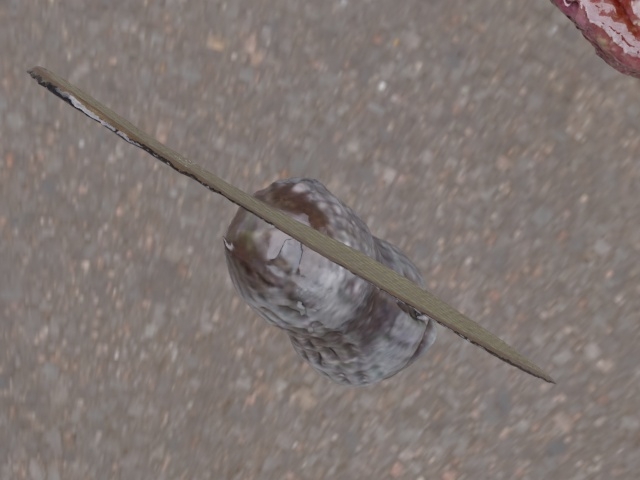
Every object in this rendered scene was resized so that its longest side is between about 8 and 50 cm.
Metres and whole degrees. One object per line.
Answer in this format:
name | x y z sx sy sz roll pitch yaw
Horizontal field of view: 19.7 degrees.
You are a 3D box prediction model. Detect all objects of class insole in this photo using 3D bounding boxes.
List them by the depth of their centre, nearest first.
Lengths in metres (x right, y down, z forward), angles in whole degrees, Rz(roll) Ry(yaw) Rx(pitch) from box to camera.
insole | 0.000 0.000 0.670 0.253 0.086 0.005 30 94 -34

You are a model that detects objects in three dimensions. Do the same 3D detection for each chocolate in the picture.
chocolate | 0.008 0.032 1.274 0.110 0.248 0.110 -9 64 18

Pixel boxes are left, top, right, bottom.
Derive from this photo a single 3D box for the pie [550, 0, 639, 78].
pie | 0.145 -0.130 0.714 0.153 0.038 0.153 1 74 -4
